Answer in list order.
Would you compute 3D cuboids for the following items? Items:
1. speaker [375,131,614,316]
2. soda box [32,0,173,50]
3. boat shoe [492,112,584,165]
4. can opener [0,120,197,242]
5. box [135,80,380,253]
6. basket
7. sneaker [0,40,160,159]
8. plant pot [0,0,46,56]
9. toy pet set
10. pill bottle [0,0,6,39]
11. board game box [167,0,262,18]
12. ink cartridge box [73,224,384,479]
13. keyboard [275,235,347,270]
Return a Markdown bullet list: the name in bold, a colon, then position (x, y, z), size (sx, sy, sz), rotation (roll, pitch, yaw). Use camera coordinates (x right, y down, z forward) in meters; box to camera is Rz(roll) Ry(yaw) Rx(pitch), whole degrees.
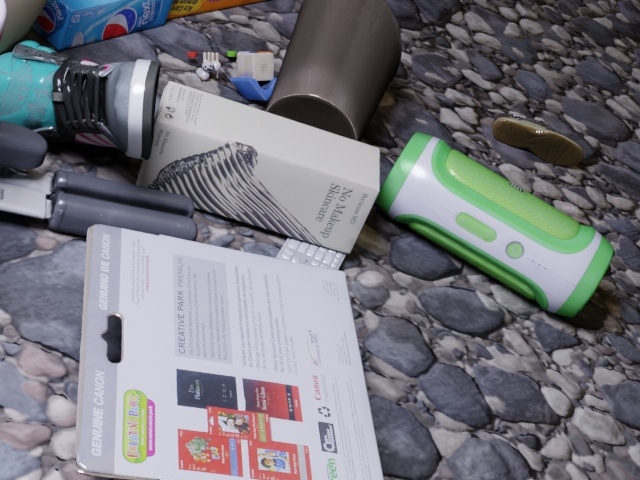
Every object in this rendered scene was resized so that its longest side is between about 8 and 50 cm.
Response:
- **speaker**: position (0.225, -0.021, 1.516), size (0.296, 0.131, 0.131), rotation (31, 35, 4)
- **soda box**: position (-0.296, -0.323, 1.598), size (0.071, 0.067, 0.210), rotation (41, 37, 17)
- **boat shoe**: position (0.343, -0.165, 1.834), size (0.152, 0.056, 0.049), rotation (22, 41, -8)
- **can opener**: position (-0.264, -0.059, 1.264), size (0.283, 0.095, 0.076), rotation (11, 39, -22)
- **box**: position (-0.073, -0.086, 1.402), size (0.275, 0.113, 0.094), rotation (16, 37, -9)
- **basket**: position (0.013, -0.209, 1.581), size (0.154, 0.204, 0.227), rotation (7, 44, 13)
- **sneaker**: position (-0.276, -0.159, 1.292), size (0.178, 0.123, 0.295), rotation (5, 1, -15)
- **plant pot**: position (-0.448, -0.280, 1.327), size (0.284, 0.191, 0.284), rotation (13, 35, -10)
- **toy pet set**: position (-0.108, -0.231, 1.636), size (0.114, 0.065, 0.122), rotation (11, 15, 43)
- **pill bottle**: position (-0.401, -0.121, 1.087), size (0.160, 0.283, 0.160), rotation (18, 37, -14)
- **board game box**: position (-0.177, -0.604, 1.778), size (0.356, 0.356, 0.356), rotation (42, 38, 20)
- **ink cartridge box**: position (-0.102, 0.148, 1.083), size (0.272, 0.130, 0.309), rotation (13, 38, -18)
- **keyboard**: position (0.000, 0.000, 1.436), size (0.072, 0.014, 0.256), rotation (29, 35, 1)
